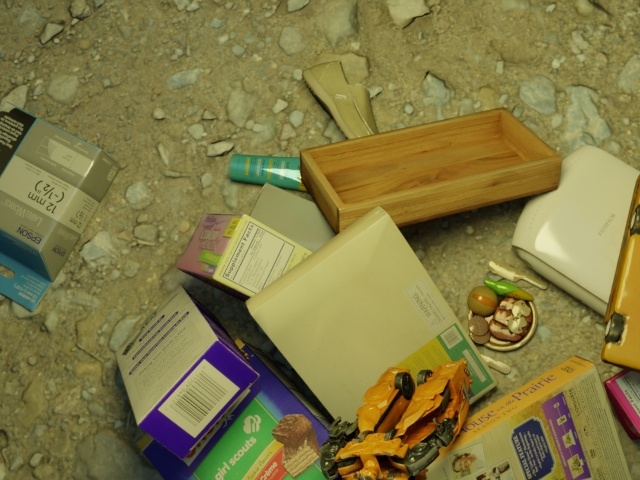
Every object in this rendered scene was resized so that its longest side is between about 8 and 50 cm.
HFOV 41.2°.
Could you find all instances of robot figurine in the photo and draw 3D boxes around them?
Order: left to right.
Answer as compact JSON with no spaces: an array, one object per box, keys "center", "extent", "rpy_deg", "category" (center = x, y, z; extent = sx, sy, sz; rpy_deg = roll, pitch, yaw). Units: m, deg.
[{"center":[0.124,0.280,1.275],"extent":[0.211,0.291,0.085],"rpy_deg":[-12,109,31],"category":"robot figurine"}]

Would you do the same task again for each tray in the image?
[{"center":[0.190,-0.123,1.500],"extent":[0.410,0.076,0.203],"rpy_deg":[-14,39,-14],"category":"tray"}]

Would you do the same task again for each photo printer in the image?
[{"center":[0.514,-0.008,1.513],"extent":[0.307,0.107,0.256],"rpy_deg":[36,84,16],"category":"photo printer"}]

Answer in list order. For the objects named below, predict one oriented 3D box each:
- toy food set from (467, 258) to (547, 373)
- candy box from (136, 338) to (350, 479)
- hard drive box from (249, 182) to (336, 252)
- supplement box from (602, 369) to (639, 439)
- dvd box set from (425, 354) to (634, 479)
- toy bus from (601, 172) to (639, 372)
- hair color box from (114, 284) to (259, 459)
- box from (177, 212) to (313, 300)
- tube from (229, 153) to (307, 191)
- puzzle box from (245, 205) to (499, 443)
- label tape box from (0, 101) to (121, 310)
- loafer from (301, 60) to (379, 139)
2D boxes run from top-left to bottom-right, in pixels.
[{"center":[0.326,0.136,1.543],"extent":[0.132,0.038,0.192],"rpy_deg":[23,81,14],"category":"toy food set"},{"center":[-0.118,0.373,1.485],"extent":[0.268,0.122,0.317],"rpy_deg":[-47,59,-3],"category":"candy box"},{"center":[0.000,0.000,1.560],"extent":[0.232,0.181,0.089],"rpy_deg":[23,80,14],"category":"hard drive box"},{"center":[0.596,0.234,1.435],"extent":[0.220,0.111,0.114],"rpy_deg":[-30,74,2],"category":"supplement box"},{"center":[0.294,0.411,1.334],"extent":[0.420,0.062,0.308],"rpy_deg":[-27,107,-14],"category":"dvd box set"},{"center":[0.535,0.049,1.371],"extent":[0.108,0.130,0.333],"rpy_deg":[14,81,12],"category":"toy bus"},{"center":[-0.241,0.214,1.472],"extent":[0.185,0.339,0.110],"rpy_deg":[-47,114,-4],"category":"hair color box"},{"center":[-0.095,0.058,1.491],"extent":[0.243,0.213,0.117],"rpy_deg":[30,80,-24],"category":"box"},{"center":[-0.074,-0.135,1.680],"extent":[0.207,0.052,0.080],"rpy_deg":[6,86,4],"category":"tube"},{"center":[0.097,0.177,1.433],"extent":[0.272,0.052,0.409],"rpy_deg":[-36,115,-2],"category":"puzzle box"},{"center":[-0.605,-0.071,1.716],"extent":[0.249,0.115,0.348],"rpy_deg":[27,80,15],"category":"label tape box"},{"center":[0.065,-0.254,1.655],"extent":[0.092,0.102,0.268],"rpy_deg":[-38,72,5],"category":"loafer"}]
